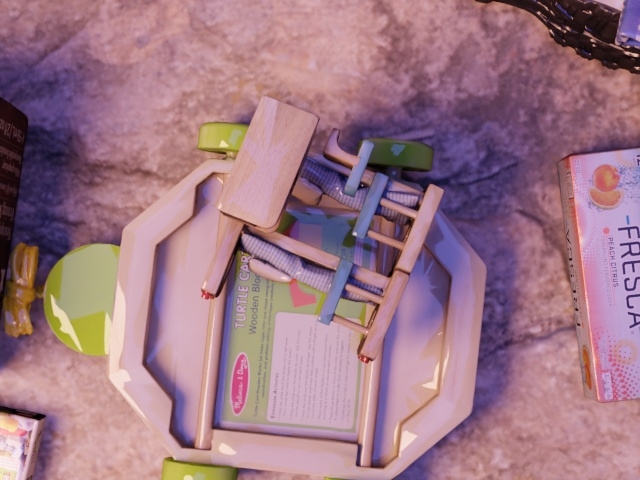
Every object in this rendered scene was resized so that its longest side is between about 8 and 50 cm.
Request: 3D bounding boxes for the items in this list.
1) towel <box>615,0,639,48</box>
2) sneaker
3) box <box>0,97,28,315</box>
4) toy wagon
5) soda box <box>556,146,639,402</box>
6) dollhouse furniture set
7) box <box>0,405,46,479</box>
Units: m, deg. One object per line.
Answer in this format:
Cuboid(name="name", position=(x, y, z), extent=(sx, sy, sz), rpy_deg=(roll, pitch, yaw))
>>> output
Cuboid(name="towel", position=(0.392, -0.196, 1.015), extent=(0.336, 0.040, 0.243), rpy_deg=(17, 78, 7))
Cuboid(name="sneaker", position=(0.157, -0.226, 1.094), extent=(0.271, 0.100, 0.108), rpy_deg=(29, 73, -3))
Cuboid(name="box", position=(-0.311, -0.009, 1.036), extent=(0.167, 0.168, 0.203), rpy_deg=(7, 88, -1))
Cuboid(name="toy wagon", position=(-0.056, 0.050, 1.088), extent=(0.344, 0.068, 0.267), rpy_deg=(6, 88, 0))
Cuboid(name="soda box", position=(0.218, 0.025, 1.096), extent=(0.063, 0.058, 0.183), rpy_deg=(-6, 89, -1))
Cuboid(name="dollhouse furniture set", position=(0.000, 0.000, 0.963), extent=(0.129, 0.184, 0.129), rpy_deg=(22, 88, 0))
Cuboid(name="box", position=(-0.316, 0.163, 1.096), extent=(0.207, 0.036, 0.114), rpy_deg=(12, 88, 0))
